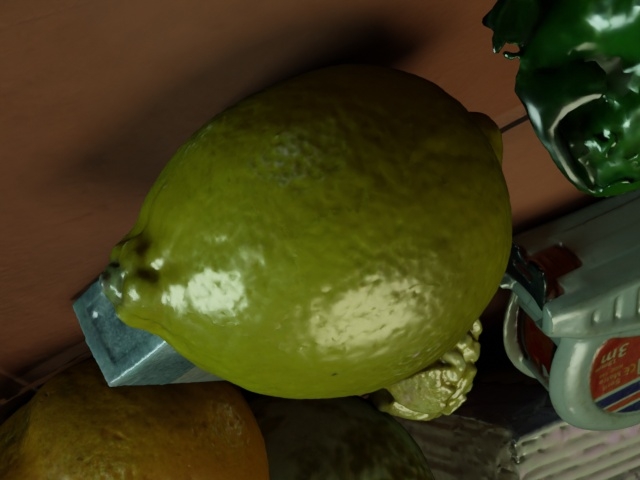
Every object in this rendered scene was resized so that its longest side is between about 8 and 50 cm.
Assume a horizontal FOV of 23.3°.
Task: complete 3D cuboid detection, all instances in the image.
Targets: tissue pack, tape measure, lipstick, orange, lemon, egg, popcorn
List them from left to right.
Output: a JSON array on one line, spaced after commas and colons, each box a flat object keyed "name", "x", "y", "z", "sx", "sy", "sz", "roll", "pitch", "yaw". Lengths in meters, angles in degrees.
[{"name": "orange", "x": -0.149, "y": 0.195, "z": 1.133, "sx": 0.249, "sy": 0.183, "sz": 0.249, "roll": -27, "pitch": 161, "yaw": -10}, {"name": "lipstick", "x": -0.041, "y": 0.057, "z": 1.109, "sx": 0.068, "sy": 0.066, "sz": 0.317, "roll": -38, "pitch": 159, "yaw": 25}, {"name": "egg", "x": -0.025, "y": 0.252, "z": 1.367, "sx": 0.238, "sy": 0.238, "sz": 0.289, "roll": -15, "pitch": 169, "yaw": -33}, {"name": "lemon", "x": 0.000, "y": 0.000, "z": 0.858, "sx": 0.248, "sy": 0.184, "sz": 0.184, "roll": -23, "pitch": 160, "yaw": -18}, {"name": "popcorn", "x": 0.082, "y": 0.097, "z": 1.336, "sx": 0.106, "sy": 0.116, "sz": 0.121, "roll": 2, "pitch": -175, "yaw": -6}, {"name": "tissue pack", "x": 0.248, "y": 0.182, "z": 1.605, "sx": 0.344, "sy": 0.125, "sz": 0.242, "roll": -13, "pitch": -172, "yaw": -35}, {"name": "tape measure", "x": 0.272, "y": 0.052, "z": 1.392, "sx": 0.243, "sy": 0.125, "sz": 0.246, "roll": -22, "pitch": 137, "yaw": -17}]

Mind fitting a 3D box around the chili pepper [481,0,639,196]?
[{"name": "chili pepper", "x": 0.202, "y": -0.190, "z": 0.628, "sx": 0.167, "sy": 0.213, "sz": 0.385, "roll": -24, "pitch": 158, "yaw": -52}]
